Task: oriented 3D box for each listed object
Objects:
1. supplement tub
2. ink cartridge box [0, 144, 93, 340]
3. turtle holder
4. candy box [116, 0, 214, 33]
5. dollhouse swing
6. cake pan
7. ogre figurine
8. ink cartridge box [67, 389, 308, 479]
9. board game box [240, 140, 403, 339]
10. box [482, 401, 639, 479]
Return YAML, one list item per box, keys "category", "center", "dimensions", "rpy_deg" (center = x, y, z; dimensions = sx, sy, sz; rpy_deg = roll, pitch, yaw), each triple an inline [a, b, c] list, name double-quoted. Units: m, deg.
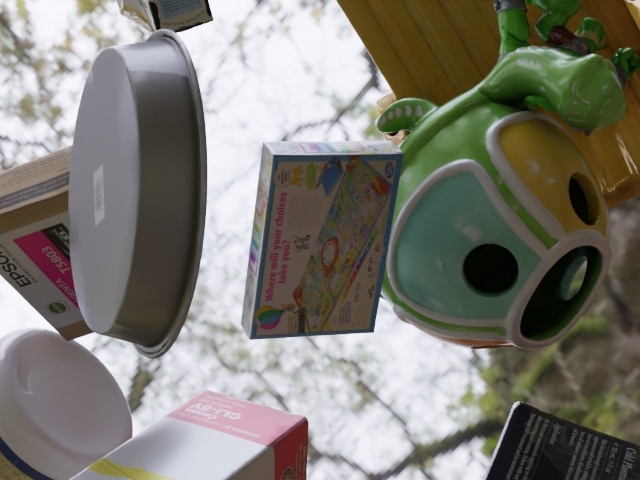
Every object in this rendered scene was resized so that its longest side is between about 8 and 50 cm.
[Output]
- category: "supplement tub"
  center: [-0.422, 0.287, 2.036]
  dimensions: [0.316, 0.228, 0.228]
  rpy_deg: [-41, -22, 28]
- category: "ink cartridge box"
  center: [-0.292, 0.003, 1.888]
  dimensions: [0.193, 0.088, 0.234]
  rpy_deg: [-20, -47, 21]
- category: "turtle holder"
  center: [0.194, -0.033, 1.576]
  dimensions: [0.320, 0.227, 0.243]
  rpy_deg: [-46, -38, 0]
- category: "candy box"
  center: [-0.201, -0.355, 1.717]
  dimensions: [0.071, 0.159, 0.233]
  rpy_deg: [-22, -66, -16]
- category: "dollhouse swing"
  center: [0.208, -0.215, 1.764]
  dimensions: [0.347, 0.315, 0.305]
  rpy_deg: [-27, -55, 13]
- category: "cake pan"
  center: [-0.169, -0.042, 1.371]
  dimensions: [0.054, 0.293, 0.293]
  rpy_deg: [2, -50, -22]
- category: "ogre figurine"
  center: [0.254, -0.195, 1.658]
  dimensions: [0.197, 0.097, 0.118]
  rpy_deg: [41, -117, -45]
- category: "ink cartridge box"
  center: [-0.177, 0.374, 1.745]
  dimensions: [0.385, 0.160, 0.279]
  rpy_deg: [-30, -51, -55]
- category: "board game box"
  center: [0.000, 0.000, 1.168]
  dimensions: [0.103, 0.026, 0.154]
  rpy_deg: [-2, -63, -21]
- category: "box"
  center: [0.286, 0.362, 1.541]
  dimensions: [0.343, 0.313, 0.179]
  rpy_deg: [-51, -24, -58]
